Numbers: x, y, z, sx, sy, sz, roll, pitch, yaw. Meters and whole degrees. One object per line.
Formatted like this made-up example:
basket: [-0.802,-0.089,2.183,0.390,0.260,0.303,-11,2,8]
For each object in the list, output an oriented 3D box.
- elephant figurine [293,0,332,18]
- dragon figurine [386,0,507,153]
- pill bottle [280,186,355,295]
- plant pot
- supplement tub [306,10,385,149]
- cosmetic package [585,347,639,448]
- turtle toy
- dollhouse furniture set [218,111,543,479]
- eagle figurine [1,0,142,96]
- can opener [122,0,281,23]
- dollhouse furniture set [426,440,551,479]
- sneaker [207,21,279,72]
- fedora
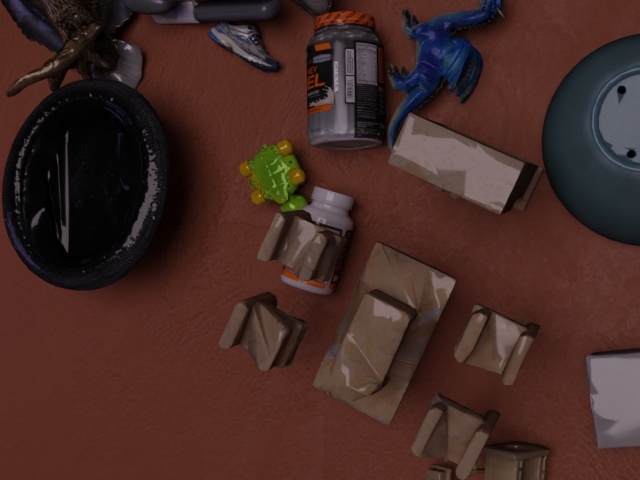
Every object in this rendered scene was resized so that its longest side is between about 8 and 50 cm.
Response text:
elephant figurine: [0.033,-0.462,1.420,0.239,0.186,0.169,-44,40,2]
dragon figurine: [0.181,-0.251,1.374,0.144,0.085,0.289,15,91,21]
pill bottle: [0.000,0.000,1.428,0.086,0.086,0.152,18,93,20]
plant pot: [0.422,-0.142,1.222,0.290,0.195,0.290,-1,86,20]
supplement tub: [0.037,-0.235,1.409,0.117,0.117,0.190,-3,86,20]
cosmetic package: [0.475,0.199,1.237,0.238,0.107,0.127,-6,85,23]
turtle toy: [-0.060,-0.090,1.464,0.095,0.066,0.130,-26,79,19]
dollhouse furniture set: [0.130,0.044,1.289,0.362,0.256,0.394,26,101,14]
eagle figurine: [-0.420,-0.391,1.574,0.226,0.225,0.298,-5,47,-18]
can opener: [-0.187,-0.371,1.489,0.281,0.093,0.074,7,125,34]
dollhouse furniture set: [0.228,0.371,1.341,0.161,0.101,0.181,5,89,45]
sneaker: [-0.116,-0.316,1.505,0.135,0.052,0.058,34,95,18]
fedora: [-0.348,-0.083,1.523,0.334,0.152,0.333,-2,83,20]
